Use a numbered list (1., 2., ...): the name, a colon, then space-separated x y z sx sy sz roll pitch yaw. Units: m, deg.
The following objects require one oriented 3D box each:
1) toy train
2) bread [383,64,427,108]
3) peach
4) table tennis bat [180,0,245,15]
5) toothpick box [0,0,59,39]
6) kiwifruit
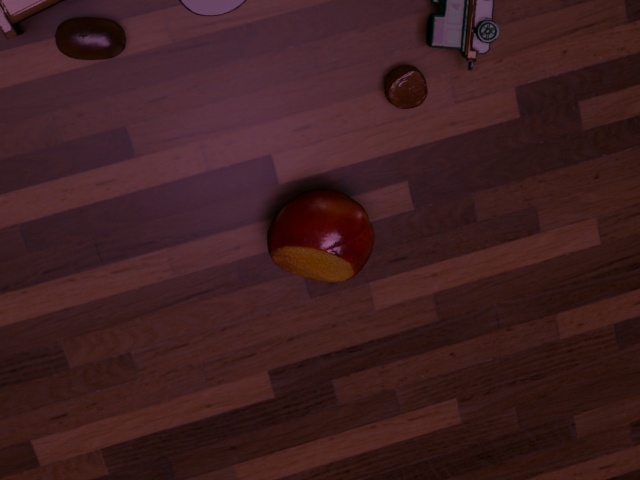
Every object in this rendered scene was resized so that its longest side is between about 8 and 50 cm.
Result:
1. toy train: 0.267 -0.433 1.708 0.136 0.091 0.228 1 106 1
2. bread: 0.162 -0.294 1.749 0.085 0.053 0.085 -6 118 -12
3. peach: 0.000 0.000 1.737 0.192 0.190 0.190 -39 109 -16
4. table tennis bat: -0.162 -0.491 1.658 0.220 0.019 0.130 -26 109 1
5. toothpick box: -0.434 -0.491 1.538 0.308 0.190 0.187 -28 108 -5
6. kiwifruit: -0.411 -0.360 1.630 0.124 0.075 0.075 2 106 -6
